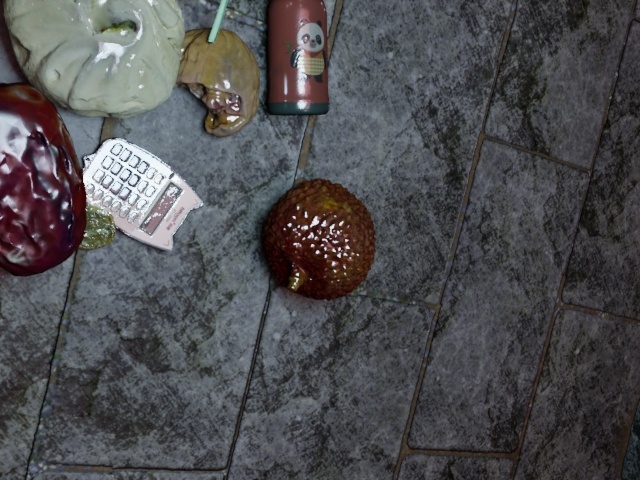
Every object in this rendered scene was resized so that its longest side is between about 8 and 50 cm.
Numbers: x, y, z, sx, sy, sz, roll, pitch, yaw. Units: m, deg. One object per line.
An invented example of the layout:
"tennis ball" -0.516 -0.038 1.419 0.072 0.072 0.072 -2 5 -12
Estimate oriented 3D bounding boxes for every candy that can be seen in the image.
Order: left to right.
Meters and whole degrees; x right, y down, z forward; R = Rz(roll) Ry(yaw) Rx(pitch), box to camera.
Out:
"candy" -0.186 -0.565 1.501 0.093 0.092 0.336 56 47 -68

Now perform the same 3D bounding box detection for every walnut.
"walnut" -0.213 -0.357 1.532 0.238 0.141 0.204 45 71 -24

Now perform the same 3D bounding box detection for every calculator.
"calculator" -0.396 -0.103 1.533 0.268 0.040 0.177 39 80 -28

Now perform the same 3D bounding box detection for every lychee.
"lychee" 0.000 0.000 1.642 0.276 0.275 0.304 50 48 -26

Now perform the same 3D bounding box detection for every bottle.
"bottle" -0.056 -0.453 1.602 0.144 0.144 0.336 -7 100 -28

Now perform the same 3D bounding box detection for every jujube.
"jujube" -0.580 -0.125 1.317 0.258 0.258 0.377 -28 125 -22

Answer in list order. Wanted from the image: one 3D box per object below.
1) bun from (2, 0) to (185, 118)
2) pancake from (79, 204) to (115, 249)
"bun" -0.419 -0.401 1.345 0.359 0.211 0.360 -4 101 -18
"pancake" -0.484 -0.025 1.494 0.108 0.017 0.108 -5 114 -11
